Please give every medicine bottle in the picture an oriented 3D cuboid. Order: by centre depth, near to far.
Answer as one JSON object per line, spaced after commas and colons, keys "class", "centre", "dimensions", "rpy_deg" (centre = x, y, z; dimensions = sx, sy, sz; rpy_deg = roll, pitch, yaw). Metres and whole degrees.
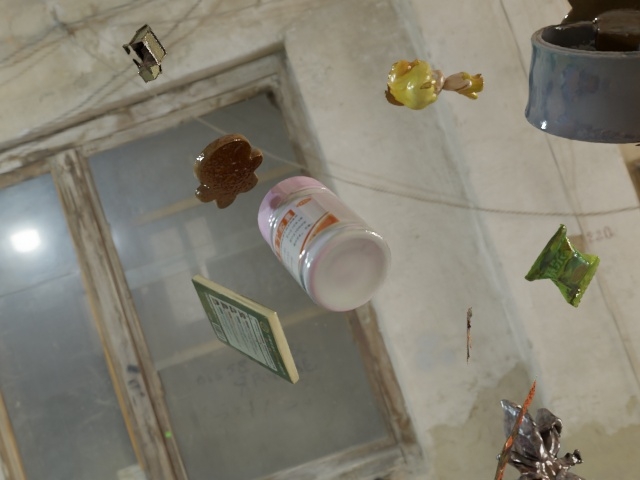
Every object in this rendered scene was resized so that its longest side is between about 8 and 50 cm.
{"class": "medicine bottle", "centre": [0.000, 0.000, 1.496], "dimensions": [0.202, 0.202, 0.316], "rpy_deg": [-18, 31, -18]}

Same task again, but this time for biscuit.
{"class": "biscuit", "centre": [-0.207, -0.156, 1.474], "dimensions": [0.180, 0.039, 0.236], "rpy_deg": [-35, -20, -12]}

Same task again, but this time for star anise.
{"class": "star anise", "centre": [0.447, 0.432, 1.313], "dimensions": [0.199, 0.257, 0.110], "rpy_deg": [0, -32, -30]}

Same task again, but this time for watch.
{"class": "watch", "centre": [0.550, -0.304, 1.190], "dimensions": [0.335, 0.313, 0.327], "rpy_deg": [10, 35, 23]}

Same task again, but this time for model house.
{"class": "model house", "centre": [-0.304, -0.332, 1.179], "dimensions": [0.057, 0.083, 0.058], "rpy_deg": [-10, 46, 26]}

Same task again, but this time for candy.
{"class": "candy", "centre": [0.574, 0.064, 1.565], "dimensions": [0.246, 0.149, 0.069], "rpy_deg": [29, 3, -35]}

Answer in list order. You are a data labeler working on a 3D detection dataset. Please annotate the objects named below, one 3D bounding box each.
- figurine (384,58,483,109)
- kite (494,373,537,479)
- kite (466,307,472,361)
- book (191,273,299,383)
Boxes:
{"class": "figurine", "centre": [0.287, -0.398, 1.691], "dimensions": [0.247, 0.131, 0.156], "rpy_deg": [2, 28, 2]}
{"class": "kite", "centre": [0.269, 0.297, 0.957], "dimensions": [0.008, 0.222, 0.125], "rpy_deg": [20, 0, 27]}
{"class": "kite", "centre": [0.386, 0.235, 1.718], "dimensions": [0.010, 0.189, 0.159], "rpy_deg": [1, -41, 17]}
{"class": "book", "centre": [-0.167, 0.192, 1.457], "dimensions": [0.264, 0.201, 0.027], "rpy_deg": [20, 47, 41]}
